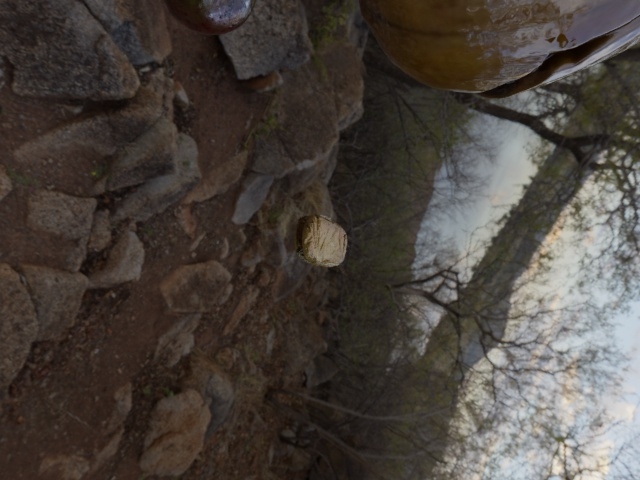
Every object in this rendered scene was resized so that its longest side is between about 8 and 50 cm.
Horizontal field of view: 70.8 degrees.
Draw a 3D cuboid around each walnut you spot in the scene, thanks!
[{"bbox_3d":[0.200,-0.240,0.381,0.209,0.335,0.209,-12,90,-74],"label":"walnut"}]

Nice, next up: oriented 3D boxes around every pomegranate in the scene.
[{"bbox_3d":[-0.138,-0.334,0.571,0.130,0.129,0.159,-56,-156,-12],"label":"pomegranate"}]

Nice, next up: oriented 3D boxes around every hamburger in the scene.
[{"bbox_3d":[0.000,0.000,0.628,0.083,0.044,0.076,20,69,-32],"label":"hamburger"}]
